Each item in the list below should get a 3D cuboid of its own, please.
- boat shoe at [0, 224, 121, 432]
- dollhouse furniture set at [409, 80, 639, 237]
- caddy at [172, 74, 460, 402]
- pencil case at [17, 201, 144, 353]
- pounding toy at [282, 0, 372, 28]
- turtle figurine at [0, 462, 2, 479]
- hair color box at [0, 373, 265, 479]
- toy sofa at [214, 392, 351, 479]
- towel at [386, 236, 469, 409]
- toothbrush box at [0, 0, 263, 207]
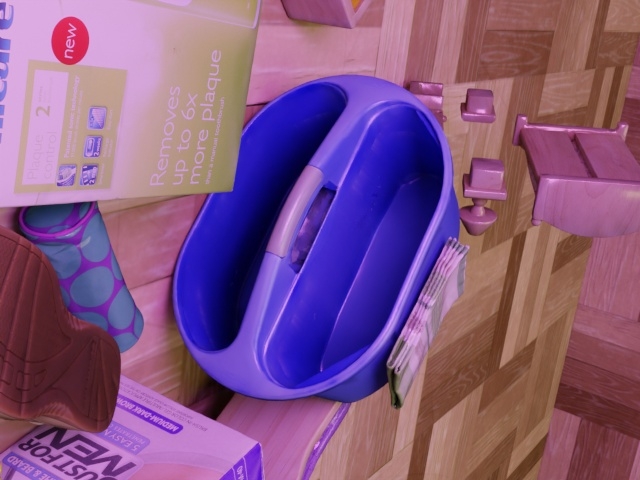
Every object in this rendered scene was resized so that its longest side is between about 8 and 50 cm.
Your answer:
[{"bbox_3d":[-0.229,0.071,0.582,0.302,0.098,0.109,76,19,-67],"label":"boat shoe"},{"bbox_3d":[0.276,-0.061,1.056,0.303,0.355,0.174,-78,173,-60],"label":"dollhouse furniture set"},{"bbox_3d":[0.000,0.000,0.844,0.342,0.241,0.179,-66,154,-12],"label":"caddy"},{"bbox_3d":[-0.198,0.028,0.704,0.064,0.070,0.152,-20,133,-11],"label":"pencil case"},{"bbox_3d":[-0.010,-0.292,0.813,0.206,0.094,0.181,-58,147,-23],"label":"pounding toy"},{"bbox_3d":[-0.246,0.147,0.344,0.217,0.087,0.270,28,72,-67],"label":"turtle figurine"},{"bbox_3d":[-0.218,0.261,0.676,0.339,0.185,0.110,-38,136,-45],"label":"hair color box"},{"bbox_3d":[-0.009,0.175,0.984,0.363,0.177,0.150,-54,145,-30],"label":"toy sofa"},{"bbox_3d":[0.107,0.084,0.826,0.152,0.023,0.113,-60,158,-23],"label":"towel"},{"bbox_3d":[-0.177,-0.139,0.595,0.283,0.122,0.206,-7,112,-56],"label":"toothbrush box"}]
